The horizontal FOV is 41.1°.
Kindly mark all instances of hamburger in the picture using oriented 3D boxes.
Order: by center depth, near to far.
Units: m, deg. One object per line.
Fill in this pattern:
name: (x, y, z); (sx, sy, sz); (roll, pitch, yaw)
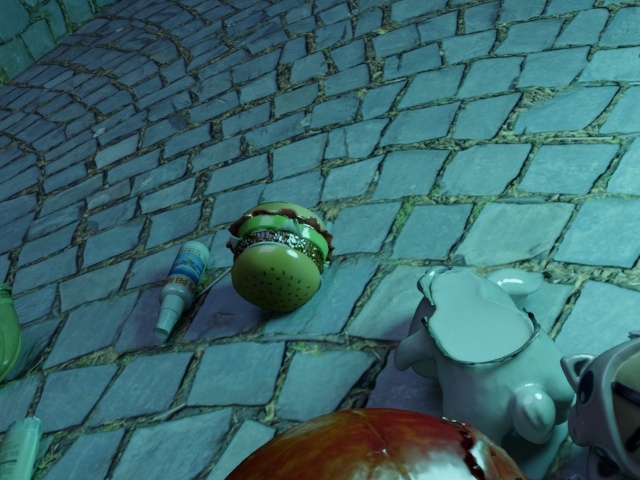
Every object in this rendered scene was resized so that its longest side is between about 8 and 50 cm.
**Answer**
hamburger: (-0.065, 0.034, 1.329); (0.175, 0.175, 0.136); (-12, 47, 18)

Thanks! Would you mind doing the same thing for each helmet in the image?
helmet: (-0.604, 0.200, 1.446); (0.258, 0.137, 0.204); (-36, -7, 9)

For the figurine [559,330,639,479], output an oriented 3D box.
figurine: (0.393, 0.153, 0.849); (0.288, 0.186, 0.176); (-3, 72, 3)

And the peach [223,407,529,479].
peach: (0.043, 0.310, 0.674); (0.370, 0.370, 0.370); (-17, 32, 11)

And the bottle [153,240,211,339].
bottle: (-0.240, 0.086, 1.453); (0.060, 0.060, 0.217); (-12, 35, 18)

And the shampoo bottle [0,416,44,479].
shampoo bottle: (-0.440, 0.342, 1.206); (0.072, 0.049, 0.212); (-24, 32, 14)

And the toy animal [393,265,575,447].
toy animal: (0.199, 0.118, 1.036); (0.209, 0.154, 0.325); (-4, 31, 17)

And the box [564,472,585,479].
box: (0.295, 0.306, 0.786); (0.040, 0.055, 0.218); (-31, 32, -9)

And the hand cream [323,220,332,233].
hand cream: (0.000, 0.000, 1.470); (0.030, 0.019, 0.093); (0, 45, 30)
